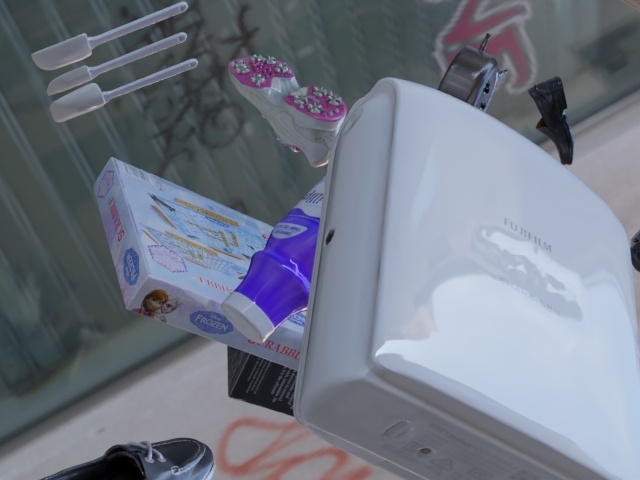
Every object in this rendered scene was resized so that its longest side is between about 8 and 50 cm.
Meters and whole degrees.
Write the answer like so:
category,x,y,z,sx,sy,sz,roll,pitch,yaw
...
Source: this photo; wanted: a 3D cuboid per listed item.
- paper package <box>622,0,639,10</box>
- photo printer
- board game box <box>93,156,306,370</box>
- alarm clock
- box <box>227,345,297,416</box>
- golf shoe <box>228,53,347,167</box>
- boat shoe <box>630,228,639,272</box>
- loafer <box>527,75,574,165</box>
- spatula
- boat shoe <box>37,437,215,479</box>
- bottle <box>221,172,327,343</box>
category,x,y,z,sx,sy,sz,roll,pitch,yaw
paper package,0.677,-0.483,2.088,0.309,0.168,0.325,26,1,-10
photo printer,0.114,0.034,0.850,0.256,0.107,0.307,29,44,-21
board game box,-0.166,0.035,1.763,0.319,0.066,0.318,24,23,-31
alarm clock,0.193,-0.188,1.641,0.064,0.192,0.129,29,-29,15
box,0.005,0.168,2.050,0.294,0.183,0.296,21,23,-15
golf shoe,-0.075,-0.242,2.192,0.306,0.115,0.140,39,-42,40
boat shoe,0.632,-0.082,1.862,0.127,0.340,0.158,40,-9,8
loafer,0.414,-0.208,2.111,0.062,0.061,0.170,-82,157,-65
spatula,-0.304,-0.269,1.788,0.019,0.242,0.168,57,-15,33
boat shoe,-0.259,0.299,1.413,0.112,0.335,0.095,14,-62,42
bottle,0.000,0.000,1.403,0.092,0.283,0.118,53,-22,-25
